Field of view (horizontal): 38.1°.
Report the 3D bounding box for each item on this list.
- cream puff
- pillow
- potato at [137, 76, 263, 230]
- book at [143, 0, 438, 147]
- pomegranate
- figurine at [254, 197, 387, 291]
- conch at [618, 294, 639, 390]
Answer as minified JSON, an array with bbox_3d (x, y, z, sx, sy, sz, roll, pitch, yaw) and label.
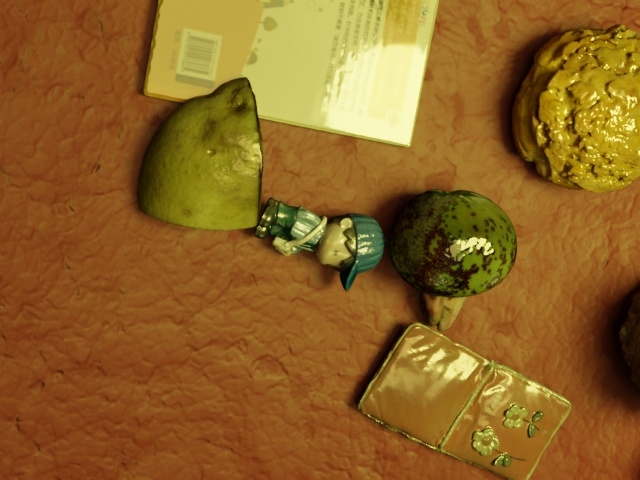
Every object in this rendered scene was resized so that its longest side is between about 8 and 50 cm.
[{"bbox_3d":[0.307,-0.144,1.008,0.189,0.129,0.189,-2,101,-13],"label":"cream puff"},{"bbox_3d":[0.165,0.188,1.063,0.233,0.043,0.126,27,94,-14],"label":"pillow"},{"bbox_3d":[-0.124,-0.086,0.937,0.120,0.081,0.149,-3,108,-14],"label":"potato"},{"bbox_3d":[-0.024,-0.227,0.981,0.296,0.020,0.207,10,95,-13],"label":"book"},{"bbox_3d":[0.137,0.014,1.009,0.138,0.163,0.125,-8,60,-25],"label":"pomegranate"},{"bbox_3d":[0.002,-0.007,0.999,0.136,0.077,0.079,29,56,1],"label":"figurine"},{"bbox_3d":[0.417,0.119,1.038,0.163,0.245,0.178,4,77,26],"label":"conch"}]
